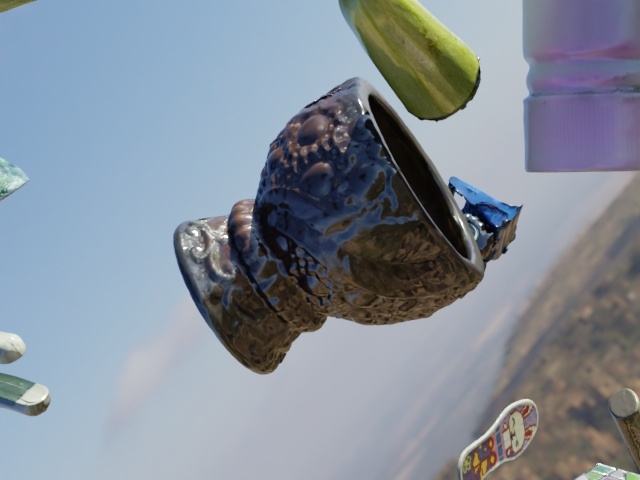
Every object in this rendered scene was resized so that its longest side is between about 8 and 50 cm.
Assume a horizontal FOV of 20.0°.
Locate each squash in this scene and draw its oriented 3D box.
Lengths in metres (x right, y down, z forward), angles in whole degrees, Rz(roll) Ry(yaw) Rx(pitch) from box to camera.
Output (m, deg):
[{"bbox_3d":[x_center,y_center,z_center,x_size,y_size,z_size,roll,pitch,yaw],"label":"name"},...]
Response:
[{"bbox_3d":[0.068,-0.216,1.802,0.094,0.224,0.094,-21,48,26],"label":"squash"}]

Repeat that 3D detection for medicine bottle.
[{"bbox_3d":[0.310,-0.231,1.853,0.212,0.212,0.325,-13,-78,-85],"label":"medicine bottle"}]

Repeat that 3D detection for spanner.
[{"bbox_3d":[-0.381,0.101,1.692,0.040,0.325,0.095,-47,-48,-37],"label":"spanner"}]

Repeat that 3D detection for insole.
[{"bbox_3d":[0.201,0.228,2.039,0.004,0.065,0.197,2,17,33],"label":"insole"}]

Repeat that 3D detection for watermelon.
[{"bbox_3d":[-0.324,-0.046,1.759,0.085,0.085,0.061,-46,-17,-51],"label":"watermelon"}]

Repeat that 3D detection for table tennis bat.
[{"bbox_3d":[0.253,0.191,1.336,0.022,0.234,0.131,-19,42,11],"label":"table tennis bat"}]

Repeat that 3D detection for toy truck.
[{"bbox_3d":[0.175,0.001,2.512,0.208,0.126,0.113,-31,-22,-16],"label":"toy truck"}]

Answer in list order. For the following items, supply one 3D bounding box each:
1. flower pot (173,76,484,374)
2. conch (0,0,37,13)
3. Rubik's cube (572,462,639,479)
[{"bbox_3d":[0.000,0.000,1.957,0.267,0.266,0.266,-33,0,12],"label":"flower pot"},{"bbox_3d":[-0.258,-0.242,1.366,0.251,0.143,0.137,-23,1,-22],"label":"conch"},{"bbox_3d":[0.250,0.251,1.586,0.111,0.111,0.093,-49,5,-5],"label":"Rubik's cube"}]
